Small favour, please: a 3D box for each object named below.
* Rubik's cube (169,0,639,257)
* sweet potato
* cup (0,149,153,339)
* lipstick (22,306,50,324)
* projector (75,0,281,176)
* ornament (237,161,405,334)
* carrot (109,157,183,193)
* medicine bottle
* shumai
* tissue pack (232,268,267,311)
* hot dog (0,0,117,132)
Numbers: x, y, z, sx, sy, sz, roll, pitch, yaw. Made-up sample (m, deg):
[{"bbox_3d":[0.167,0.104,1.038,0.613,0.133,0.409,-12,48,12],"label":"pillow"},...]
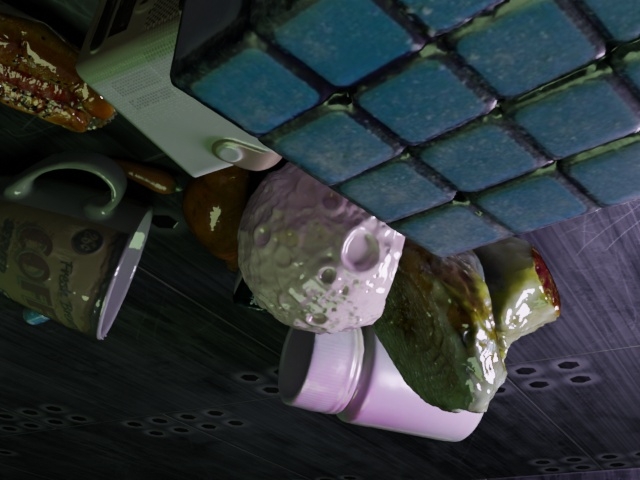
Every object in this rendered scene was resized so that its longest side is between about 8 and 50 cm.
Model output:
[{"bbox_3d":[0.131,-0.229,0.626,0.344,0.344,0.337,-24,140,39],"label":"Rubik's cube"},{"bbox_3d":[-0.153,-0.047,1.219,0.112,0.112,0.359,3,149,1],"label":"sweet potato"},{"bbox_3d":[-0.400,-0.019,1.210,0.257,0.227,0.301,20,129,-8],"label":"cup"},{"bbox_3d":[-0.543,0.133,1.642,0.158,0.048,0.048,-20,143,36],"label":"lipstick"},{"bbox_3d":[-0.122,-0.189,0.911,0.177,0.163,0.242,-14,144,31],"label":"projector"},{"bbox_3d":[0.000,0.000,1.139,0.225,0.259,0.259,15,151,3],"label":"ornament"},{"bbox_3d":[-0.274,-0.101,1.217,0.142,0.035,0.035,19,148,-12],"label":"carrot"},{"bbox_3d":[0.125,0.272,1.636,0.388,0.219,0.219,14,149,-19],"label":"medicine bottle"},{"bbox_3d":[0.248,0.105,1.346,0.263,0.309,0.304,-19,-168,-21],"label":"shumai"},{"bbox_3d":[-0.087,0.041,1.375,0.090,0.103,0.170,17,148,-9],"label":"tissue pack"},{"bbox_3d":[-0.364,-0.217,0.974,0.268,0.075,0.144,28,145,-32],"label":"hot dog"}]
